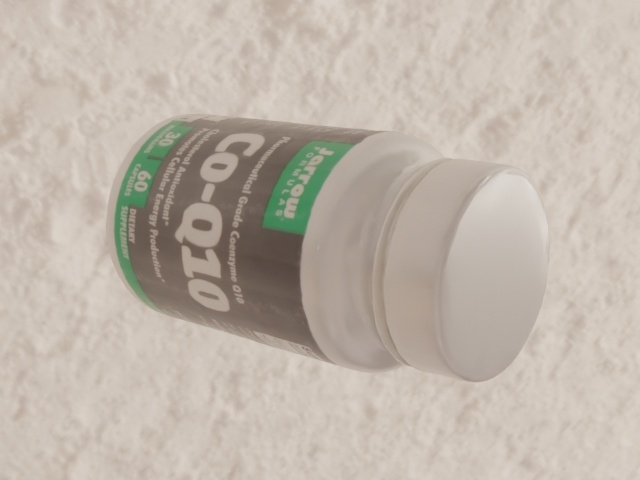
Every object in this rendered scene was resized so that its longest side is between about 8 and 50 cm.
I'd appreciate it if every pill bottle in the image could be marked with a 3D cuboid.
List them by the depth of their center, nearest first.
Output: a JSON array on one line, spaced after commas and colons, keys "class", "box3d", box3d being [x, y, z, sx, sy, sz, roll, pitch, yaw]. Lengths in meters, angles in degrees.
[{"class": "pill bottle", "box3d": [0.000, 0.000, 0.889, 0.204, 0.361, 0.204, -15, 109, -49]}]
